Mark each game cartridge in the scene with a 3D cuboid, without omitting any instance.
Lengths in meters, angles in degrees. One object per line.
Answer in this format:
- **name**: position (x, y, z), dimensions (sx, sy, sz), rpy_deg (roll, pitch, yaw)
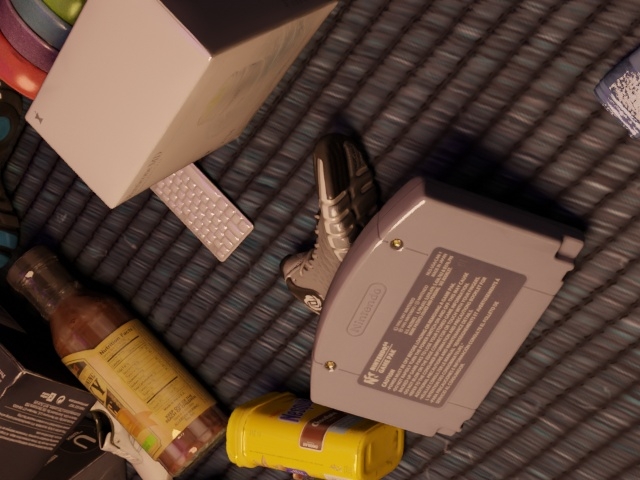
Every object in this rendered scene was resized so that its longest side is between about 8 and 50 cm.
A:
- **game cartridge**: position (0.107, 0.072, 1.118), dimensions (0.198, 0.062, 0.297), rpy_deg (21, 127, -8)

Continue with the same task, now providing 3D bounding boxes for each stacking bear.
- **stacking bear**: position (-0.228, -0.291, 1.159), dimensions (0.289, 0.175, 0.164), rpy_deg (-44, 55, 28)

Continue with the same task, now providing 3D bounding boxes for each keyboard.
- **keyboard**: position (-0.185, -0.087, 1.312), dimensions (0.256, 0.014, 0.072), rpy_deg (46, 131, 3)

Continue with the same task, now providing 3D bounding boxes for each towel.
- **towel**: position (0.296, -0.143, 0.953), dimensions (0.067, 0.029, 0.119), rpy_deg (50, 131, 3)

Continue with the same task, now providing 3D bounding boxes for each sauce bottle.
- **sauce bottle**: position (-0.264, 0.148, 1.431), dimensions (0.344, 0.111, 0.111), rpy_deg (45, 130, 9)

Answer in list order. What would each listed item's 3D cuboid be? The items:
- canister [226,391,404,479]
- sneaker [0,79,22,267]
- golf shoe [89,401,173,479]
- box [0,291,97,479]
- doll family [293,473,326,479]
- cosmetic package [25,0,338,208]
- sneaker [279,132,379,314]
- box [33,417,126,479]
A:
- **canister**: position (-0.003, 0.227, 1.280), dimensions (0.170, 0.126, 0.073), rpy_deg (5, 98, 30)
- **sneaker**: position (-0.473, -0.116, 1.432), dimensions (0.140, 0.125, 0.340), rpy_deg (28, 123, 26)
- **golf shoe**: position (-0.267, 0.274, 1.510), dimensions (0.069, 0.086, 0.176), rpy_deg (-20, 102, 37)
- **box**: position (-0.528, 0.204, 1.456), dimensions (0.343, 0.179, 0.312), rpy_deg (40, 89, 28)
- **doll family**: position (0.021, 0.351, 1.359), dimensions (0.111, 0.076, 0.193), rpy_deg (4, 127, 32)
- **cosmetic package**: position (-0.136, -0.180, 1.103), dimensions (0.138, 0.225, 0.224), rpy_deg (47, 130, 6)
- **sneaker**: position (0.000, 0.000, 1.193), dimensions (0.132, 0.086, 0.228), rpy_deg (-3, 112, 38)
- **box**: position (-0.430, 0.328, 1.594), dimensions (0.270, 0.165, 0.143), rpy_deg (18, 121, 27)
